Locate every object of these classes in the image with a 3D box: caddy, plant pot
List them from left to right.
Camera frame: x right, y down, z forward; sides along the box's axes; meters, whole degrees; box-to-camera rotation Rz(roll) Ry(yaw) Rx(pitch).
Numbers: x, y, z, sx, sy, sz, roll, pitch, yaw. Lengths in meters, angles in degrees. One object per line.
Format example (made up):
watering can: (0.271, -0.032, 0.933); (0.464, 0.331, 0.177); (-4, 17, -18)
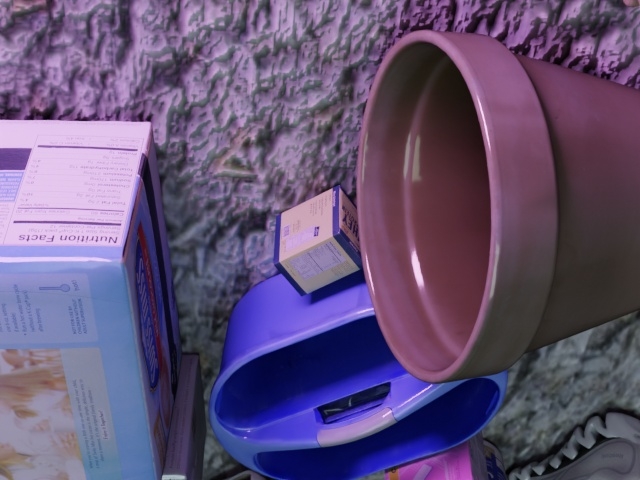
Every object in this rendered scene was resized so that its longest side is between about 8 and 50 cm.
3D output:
caddy: (0.039, 0.153, 1.388); (0.341, 0.179, 0.241); (-22, 127, 17)
plant pot: (0.216, -0.038, 1.178); (0.280, 0.323, 0.323); (-4, 132, -19)

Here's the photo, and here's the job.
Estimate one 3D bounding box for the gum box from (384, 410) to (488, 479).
gum box: (0.135, 0.251, 1.462); (0.107, 0.188, 0.062); (-23, 127, 17)

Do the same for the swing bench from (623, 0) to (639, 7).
swing bench: (0.392, -0.269, 0.985); (0.253, 0.165, 0.255); (0, 129, 3)

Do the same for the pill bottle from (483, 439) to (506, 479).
pill bottle: (0.184, 0.350, 1.545); (0.112, 0.187, 0.112); (0, 130, 0)

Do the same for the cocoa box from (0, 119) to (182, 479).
cocoa box: (-0.280, 0.078, 1.276); (0.231, 0.228, 0.347); (0, 130, 1)

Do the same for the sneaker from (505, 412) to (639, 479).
sneaker: (0.308, 0.341, 1.586); (0.110, 0.118, 0.292); (27, 126, -23)

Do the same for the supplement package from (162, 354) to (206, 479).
supplement package: (-0.246, 0.251, 1.459); (0.203, 0.194, 0.149); (-1, 129, 0)

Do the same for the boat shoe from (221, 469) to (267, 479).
boat shoe: (-0.185, 0.373, 1.630); (0.277, 0.098, 0.096); (-28, 125, 10)

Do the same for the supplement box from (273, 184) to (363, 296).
supplement box: (0.000, 0.000, 1.321); (0.083, 0.083, 0.056); (-25, 126, 21)
